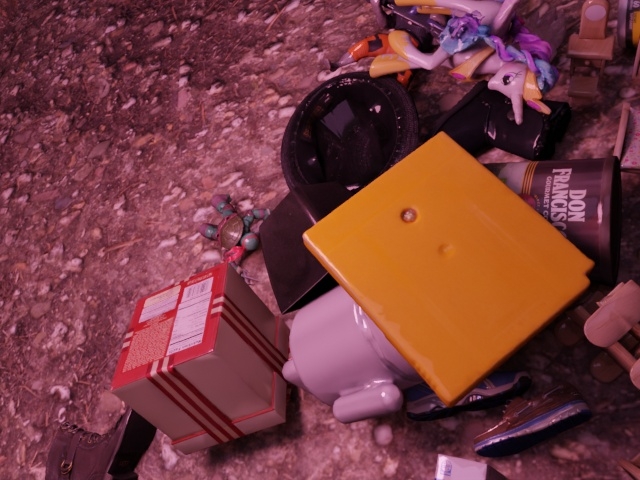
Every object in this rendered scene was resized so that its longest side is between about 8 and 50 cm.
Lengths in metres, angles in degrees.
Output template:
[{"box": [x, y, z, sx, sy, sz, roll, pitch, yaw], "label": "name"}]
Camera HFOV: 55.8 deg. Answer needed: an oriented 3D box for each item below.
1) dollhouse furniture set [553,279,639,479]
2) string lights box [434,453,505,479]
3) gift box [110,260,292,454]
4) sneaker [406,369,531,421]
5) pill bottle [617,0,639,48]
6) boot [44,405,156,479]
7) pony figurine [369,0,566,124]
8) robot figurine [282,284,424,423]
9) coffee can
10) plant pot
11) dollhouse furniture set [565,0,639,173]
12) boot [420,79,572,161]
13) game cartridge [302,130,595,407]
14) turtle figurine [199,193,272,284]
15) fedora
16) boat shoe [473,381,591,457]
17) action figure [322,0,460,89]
[{"box": [0.419, 0.197, 0.828, 0.161, 0.212, 0.242, -43, 76, 2], "label": "dollhouse furniture set"}, {"box": [0.198, 0.451, 0.853, 0.076, 0.133, 0.260, 2, 64, 30], "label": "string lights box"}, {"box": [-0.191, 0.213, 1.138, 0.255, 0.258, 0.277, -20, 36, 21], "label": "gift box"}, {"box": [0.234, 0.235, 0.988, 0.211, 0.080, 0.081, -17, 58, 20], "label": "sneaker"}, {"box": [0.656, -0.414, 1.089, 0.208, 0.119, 0.119, 6, 67, 32], "label": "pill bottle"}, {"box": [-0.476, 0.423, 1.278, 0.228, 0.091, 0.263, 6, 69, 31], "label": "boot"}, {"box": [0.316, -0.394, 1.126, 0.363, 0.303, 0.351, 27, 74, 28], "label": "pony figurine"}, {"box": [0.089, 0.154, 1.002, 0.353, 0.199, 0.300, -33, 37, 39], "label": "robot figurine"}, {"box": [0.340, -0.032, 1.002, 0.275, 0.201, 0.202, 1, 64, 30], "label": "coffee can"}, {"box": [0.000, 0.000, 1.092, 0.188, 0.187, 0.167, -45, 69, 37], "label": "plant pot"}, {"box": [0.536, -0.223, 0.975, 0.303, 0.174, 0.356, 10, 63, 24], "label": "dollhouse furniture set"}, {"box": [0.333, -0.195, 1.163, 0.246, 0.094, 0.207, -47, 47, -9], "label": "boot"}, {"box": [0.180, 0.025, 0.871, 0.285, 0.053, 0.324, -36, 65, -10], "label": "game cartridge"}, {"box": [-0.180, -0.015, 1.347, 0.175, 0.118, 0.234, -52, 46, -5], "label": "turtle figurine"}, {"box": [0.078, -0.182, 1.263, 0.333, 0.152, 0.334, -11, 65, 23], "label": "fedora"}, {"box": [0.317, 0.277, 0.933, 0.183, 0.066, 0.066, -26, 44, 13], "label": "boat shoe"}, {"box": [0.152, -0.474, 1.379, 0.341, 0.178, 0.330, 40, 82, 14], "label": "action figure"}]
